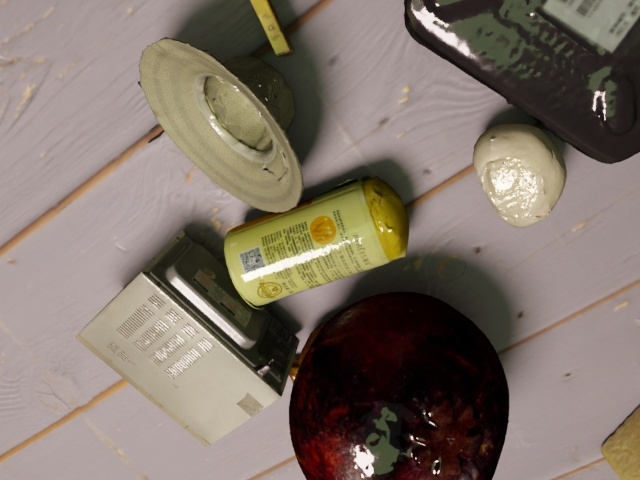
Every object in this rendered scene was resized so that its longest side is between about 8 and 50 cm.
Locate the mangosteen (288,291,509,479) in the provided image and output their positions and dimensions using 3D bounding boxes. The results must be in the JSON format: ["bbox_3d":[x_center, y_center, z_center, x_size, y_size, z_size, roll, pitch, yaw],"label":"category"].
[{"bbox_3d":[0.097,0.219,0.672,0.297,0.293,0.297,3,71,-9],"label":"mangosteen"}]

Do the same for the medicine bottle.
[{"bbox_3d":[0.000,0.000,0.671,0.239,0.124,0.124,-21,107,10],"label":"medicine bottle"}]

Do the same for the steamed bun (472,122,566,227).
[{"bbox_3d":[0.251,-0.087,0.621,0.091,0.112,0.130,-25,96,33],"label":"steamed bun"}]

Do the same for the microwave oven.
[{"bbox_3d":[-0.172,0.133,0.712,0.194,0.145,0.240,-41,102,20],"label":"microwave oven"}]

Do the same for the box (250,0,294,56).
[{"bbox_3d":[-0.074,-0.289,0.594,0.020,0.073,0.149,-24,106,10],"label":"box"}]

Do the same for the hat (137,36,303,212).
[{"bbox_3d":[-0.092,-0.160,0.617,0.252,0.252,0.110,46,65,-12],"label":"hat"}]

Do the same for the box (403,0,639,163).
[{"bbox_3d":[0.311,-0.308,0.549,0.350,0.091,0.359,30,109,-6],"label":"box"}]

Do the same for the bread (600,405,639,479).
[{"bbox_3d":[0.549,0.306,0.709,0.135,0.178,0.240,32,107,-6],"label":"bread"}]
